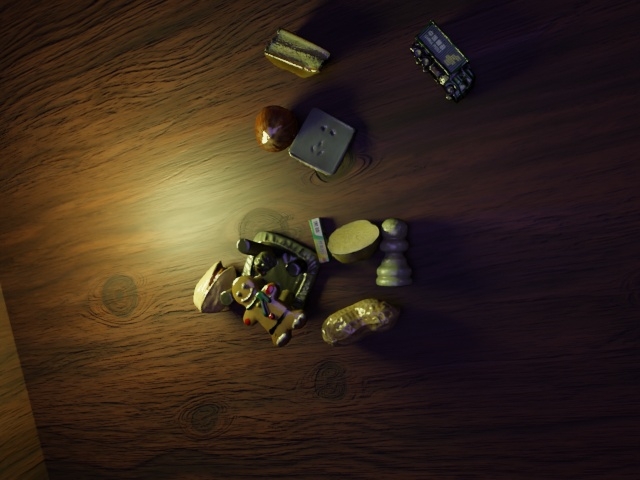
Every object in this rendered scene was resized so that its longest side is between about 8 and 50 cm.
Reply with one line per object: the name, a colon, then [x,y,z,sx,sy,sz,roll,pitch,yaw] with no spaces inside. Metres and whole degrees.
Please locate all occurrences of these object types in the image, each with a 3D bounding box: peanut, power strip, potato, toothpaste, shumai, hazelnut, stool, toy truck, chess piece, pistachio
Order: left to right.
pistachio: [-0.445,0.198,1.726,0.157,0.157,0.229,26,92,15]
shumai: [-0.205,0.081,1.430,0.083,0.080,0.082,19,99,18]
stool: [-0.200,0.146,1.595,0.310,0.226,0.310,23,101,16]
hazelnut: [-0.171,-0.429,1.548,0.182,0.182,0.182,2,96,19]
toothpaste: [0.000,0.000,1.607,0.043,0.037,0.179,-13,91,21]
power strip: [0.010,-0.367,1.543,0.198,0.064,0.213,29,89,1]
potato: [0.138,0.023,1.515,0.202,0.182,0.117,-20,123,12]
peanut: [0.148,0.306,1.527,0.325,0.153,0.140,-24,92,27]
chess piece: [0.267,0.041,1.475,0.133,0.133,0.243,0,91,20]
toy truck: [0.415,-0.593,1.372,0.121,0.088,0.259,-40,81,19]

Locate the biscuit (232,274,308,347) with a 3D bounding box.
biscuit: [-0.202,0.243,1.465,0.301,0.049,0.197,41,104,11]

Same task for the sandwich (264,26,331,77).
sandwich: [-0.072,-0.681,1.515,0.235,0.128,0.122,31,101,13]
